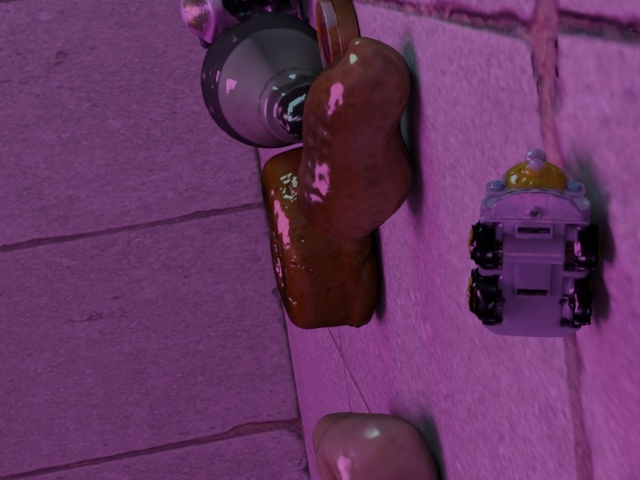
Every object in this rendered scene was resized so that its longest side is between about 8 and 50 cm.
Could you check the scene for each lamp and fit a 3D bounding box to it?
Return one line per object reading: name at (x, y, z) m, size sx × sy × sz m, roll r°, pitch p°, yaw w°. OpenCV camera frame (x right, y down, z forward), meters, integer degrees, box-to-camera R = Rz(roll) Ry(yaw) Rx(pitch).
lamp at (-0.069, -0.186, 1.564) m, size 0.314 × 0.181 × 0.182 m, roll -86°, pitch -11°, yaw -68°

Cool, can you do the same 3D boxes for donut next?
donut at (0.000, 0.000, 1.615) m, size 0.208 × 0.128 × 0.261 m, roll -111°, pitch 11°, yaw -58°

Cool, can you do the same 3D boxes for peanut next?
peanut at (0.039, -0.097, 1.204) m, size 0.236 × 0.110 × 0.120 m, roll 102°, pitch 149°, yaw -44°

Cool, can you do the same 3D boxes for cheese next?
cheese at (0.056, 0.292, 1.537) m, size 0.328 × 0.129 × 0.351 m, roll -110°, pitch 11°, yaw -56°

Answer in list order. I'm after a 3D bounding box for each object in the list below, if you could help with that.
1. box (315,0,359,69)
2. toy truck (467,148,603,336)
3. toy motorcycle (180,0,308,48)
box at (0.021, -0.236, 1.450) m, size 0.105 × 0.037 × 0.106 m, roll 170°, pitch 90°, yaw -83°
toy truck at (0.127, -0.001, 0.727) m, size 0.077 × 0.076 × 0.111 m, roll -76°, pitch -15°, yaw -51°
toy motorcycle at (-0.124, -0.366, 1.882) m, size 0.327 × 0.188 × 0.143 m, roll -134°, pitch 28°, yaw -79°
